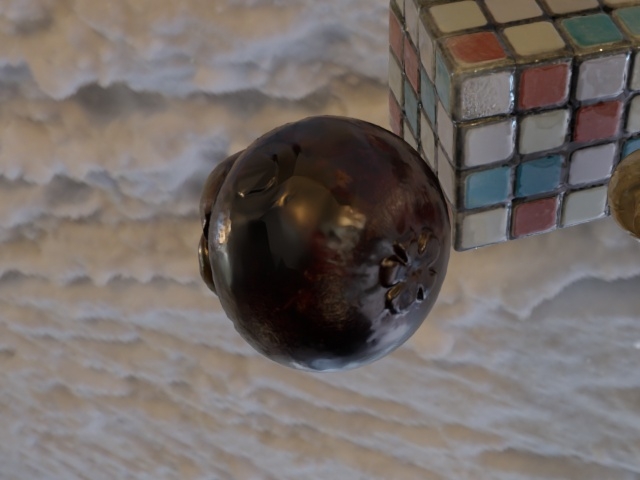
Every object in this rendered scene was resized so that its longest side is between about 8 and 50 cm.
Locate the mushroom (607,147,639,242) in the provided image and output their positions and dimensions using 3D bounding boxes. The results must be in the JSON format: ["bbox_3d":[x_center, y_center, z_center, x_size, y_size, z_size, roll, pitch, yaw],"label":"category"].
[{"bbox_3d":[0.248,-0.029,0.828,0.084,0.067,0.083,15,128,20],"label":"mushroom"}]

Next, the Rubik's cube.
[{"bbox_3d":[0.228,-0.179,1.290,0.256,0.259,0.253,-12,137,-8],"label":"Rubik's cube"}]

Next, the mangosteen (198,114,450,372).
[{"bbox_3d":[0.000,0.000,0.882,0.210,0.209,0.210,20,151,11],"label":"mangosteen"}]
